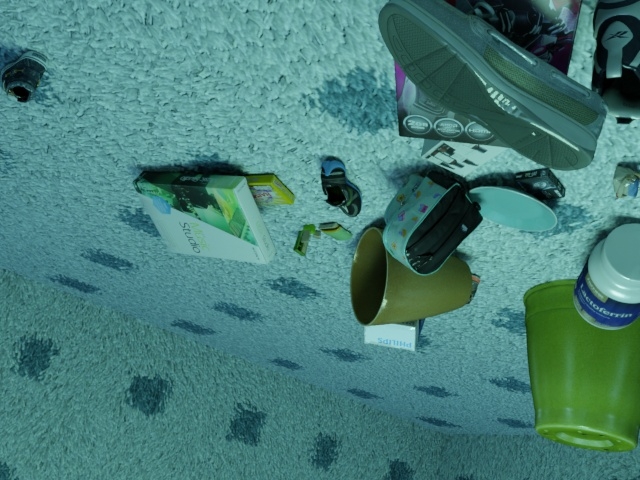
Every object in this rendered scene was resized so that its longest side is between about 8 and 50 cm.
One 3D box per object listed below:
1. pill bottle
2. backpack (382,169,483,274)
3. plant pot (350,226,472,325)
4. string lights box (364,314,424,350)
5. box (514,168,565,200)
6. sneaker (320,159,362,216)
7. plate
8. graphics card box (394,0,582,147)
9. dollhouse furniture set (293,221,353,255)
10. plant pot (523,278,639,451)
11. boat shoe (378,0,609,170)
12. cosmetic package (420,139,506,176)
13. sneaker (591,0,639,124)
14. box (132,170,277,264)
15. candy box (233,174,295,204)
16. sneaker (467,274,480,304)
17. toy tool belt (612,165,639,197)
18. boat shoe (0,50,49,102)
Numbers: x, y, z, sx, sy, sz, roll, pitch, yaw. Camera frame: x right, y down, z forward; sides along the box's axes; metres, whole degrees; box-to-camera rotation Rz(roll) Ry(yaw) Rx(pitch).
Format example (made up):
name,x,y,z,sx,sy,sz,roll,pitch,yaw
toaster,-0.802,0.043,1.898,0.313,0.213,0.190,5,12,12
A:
name,x,y,z,sx,sy,sz,roll,pitch,yaw
pill bottle,0.631,0.077,1.467,0.153,0.153,0.265,9,156,13
backpack,0.213,-0.032,1.416,0.144,0.188,0.166,29,172,41
plant pot,0.231,0.098,1.700,0.254,0.237,0.237,6,160,-16
string lights box,0.209,0.182,1.837,0.133,0.260,0.077,7,117,16
box,0.422,-0.106,1.339,0.067,0.018,0.083,-5,150,41
sneaker,0.038,-0.099,1.506,0.067,0.078,0.188,5,156,22
plate,0.385,-0.070,1.408,0.188,0.024,0.188,21,166,6
graphics card box,0.211,-0.277,0.905,0.232,0.094,0.371,8,148,14
dollhouse furniture set,0.000,0.000,1.784,0.151,0.059,0.076,-6,150,40
plant pot,0.681,0.333,1.768,0.366,0.353,0.366,12,158,5
boat shoe,0.214,-0.206,0.850,0.320,0.103,0.118,31,166,-11
cosmetic package,0.274,-0.189,1.181,0.098,0.061,0.239,20,157,-16
sneaker,0.422,-0.200,0.947,0.094,0.153,0.235,3,154,30
box,-0.281,-0.057,1.694,0.321,0.058,0.232,4,134,31
candy box,-0.171,-0.118,1.656,0.205,0.027,0.105,1,157,31
sneaker,0.385,0.143,1.878,0.061,0.065,0.158,12,157,5
toy tool belt,0.551,-0.098,1.241,0.051,0.052,0.083,10,159,32
boat shoe,-0.608,-0.310,1.397,0.065,0.083,0.183,29,153,-31
